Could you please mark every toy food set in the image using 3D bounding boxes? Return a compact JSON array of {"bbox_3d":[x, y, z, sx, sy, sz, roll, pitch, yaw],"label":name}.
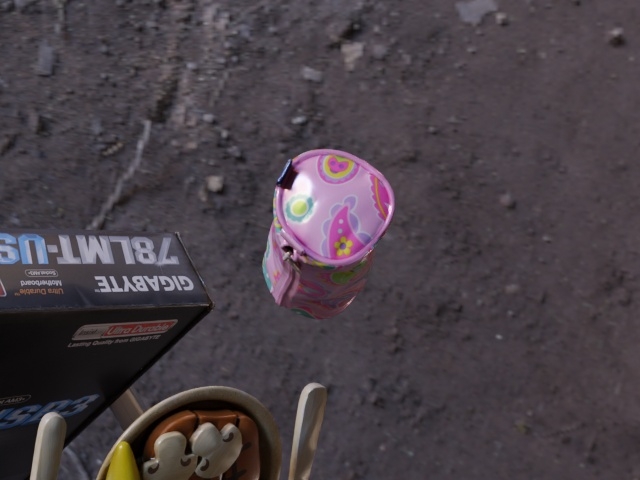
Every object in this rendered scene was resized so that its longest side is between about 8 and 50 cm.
[{"bbox_3d":[-0.068,0.144,0.718,0.192,0.038,0.132,-3,110,-38],"label":"toy food set"}]

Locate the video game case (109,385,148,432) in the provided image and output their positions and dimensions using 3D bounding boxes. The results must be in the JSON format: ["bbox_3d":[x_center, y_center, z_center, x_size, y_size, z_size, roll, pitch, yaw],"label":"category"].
[{"bbox_3d":[-0.163,0.115,1.039,0.022,0.190,0.173,-32,146,-10],"label":"video game case"}]

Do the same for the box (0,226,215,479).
[{"bbox_3d":[-0.262,0.101,0.828,0.295,0.293,0.073,1,54,-52],"label":"box"}]

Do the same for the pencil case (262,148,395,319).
[{"bbox_3d":[0.000,0.000,1.330,0.124,0.284,0.124,1,77,-4],"label":"pencil case"}]
